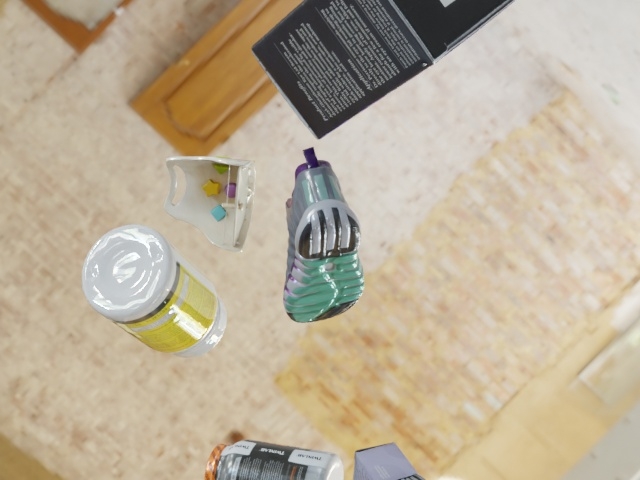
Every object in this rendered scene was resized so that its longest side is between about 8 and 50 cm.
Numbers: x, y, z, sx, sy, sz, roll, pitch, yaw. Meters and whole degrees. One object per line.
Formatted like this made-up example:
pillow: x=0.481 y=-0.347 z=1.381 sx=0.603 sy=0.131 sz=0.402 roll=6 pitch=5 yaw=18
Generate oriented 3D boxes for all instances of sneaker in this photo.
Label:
sneaker: x=0.000 y=0.000 z=1.196 sx=0.224 sy=0.083 sz=0.098 roll=102 pitch=158 yaw=-59

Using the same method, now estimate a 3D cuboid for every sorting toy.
sorting toy: x=-0.095 y=-0.041 z=0.992 sx=0.075 sy=0.083 sz=0.045 roll=10 pitch=-151 yaw=5

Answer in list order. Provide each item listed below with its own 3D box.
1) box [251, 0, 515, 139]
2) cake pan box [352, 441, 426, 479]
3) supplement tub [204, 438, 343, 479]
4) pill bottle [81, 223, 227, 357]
box: x=0.060 y=-0.196 z=1.033 sx=0.108 sy=0.153 sz=0.207 roll=53 pitch=151 yaw=-6
cake pan box: x=0.113 y=0.432 z=1.538 sx=0.246 sy=0.070 sz=0.267 roll=47 pitch=141 yaw=49
supplement tub: x=-0.070 y=0.361 z=1.765 sx=0.190 sy=0.117 sz=0.117 roll=6 pitch=169 yaw=19
pill bottle: x=-0.198 y=0.071 z=1.465 sx=0.119 sy=0.119 sz=0.208 roll=45 pitch=177 yaw=28
